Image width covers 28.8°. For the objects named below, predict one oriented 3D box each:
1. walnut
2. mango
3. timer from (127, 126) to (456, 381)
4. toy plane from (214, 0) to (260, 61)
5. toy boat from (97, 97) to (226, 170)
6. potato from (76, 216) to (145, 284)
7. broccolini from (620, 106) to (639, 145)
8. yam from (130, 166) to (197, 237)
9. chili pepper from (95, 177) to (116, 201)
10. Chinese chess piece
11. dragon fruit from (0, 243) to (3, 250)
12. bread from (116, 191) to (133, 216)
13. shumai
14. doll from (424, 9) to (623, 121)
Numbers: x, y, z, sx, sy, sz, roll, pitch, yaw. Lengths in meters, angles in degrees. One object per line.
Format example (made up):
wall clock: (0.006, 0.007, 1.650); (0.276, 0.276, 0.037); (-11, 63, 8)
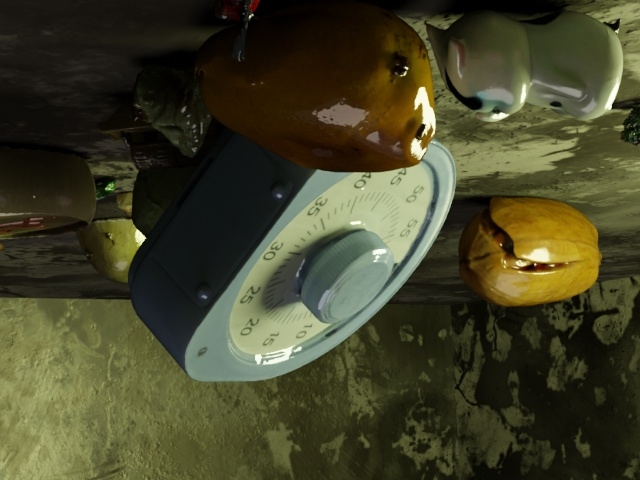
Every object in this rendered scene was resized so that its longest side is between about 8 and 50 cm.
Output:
walnut: (0.394, 0.021, 2.256); (0.336, 0.209, 0.209); (5, 169, -37)
mango: (-0.014, -0.152, 1.153); (0.236, 0.136, 0.166); (-2, 159, 36)
timer: (0.000, 0.000, 1.437); (0.395, 0.173, 0.395); (-32, 150, -22)
toy plane: (-0.060, -0.206, 1.004); (0.037, 0.060, 0.145); (0, 156, -19)
toy boat: (-0.141, -0.127, 1.428); (0.226, 0.088, 0.068); (-3, 171, 11)
potato: (-0.362, 0.024, 2.350); (0.182, 0.117, 0.202); (-10, 169, 25)
broccolini: (0.460, -0.162, 1.542); (0.194, 0.054, 0.052); (-10, 150, 33)
yam: (-0.116, -0.050, 1.610); (0.201, 0.202, 0.271); (32, -172, 16)
chili pepper: (-0.347, -0.075, 1.923); (0.118, 0.035, 0.055); (-4, -171, 40)
Chinese chess piece: (-0.441, -0.063, 1.747); (0.249, 0.103, 0.250); (-4, 173, -1)
dragon fruit: (-0.634, 0.079, 1.944); (0.286, 0.329, 0.228); (2, 165, -19)
bread: (-0.295, -0.059, 2.055); (0.070, 0.035, 0.083); (-5, 165, 17)
shumai: (-0.152, -0.150, 1.296); (0.087, 0.099, 0.124); (20, 143, -10)
doll: (0.197, -0.165, 1.186); (0.180, 0.107, 0.110); (-2, -168, -10)
